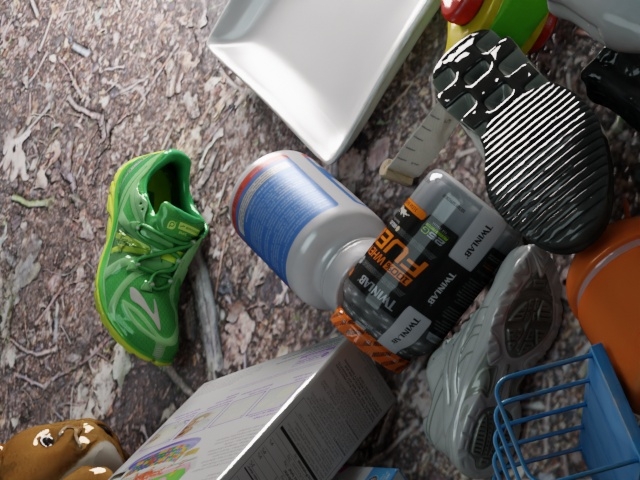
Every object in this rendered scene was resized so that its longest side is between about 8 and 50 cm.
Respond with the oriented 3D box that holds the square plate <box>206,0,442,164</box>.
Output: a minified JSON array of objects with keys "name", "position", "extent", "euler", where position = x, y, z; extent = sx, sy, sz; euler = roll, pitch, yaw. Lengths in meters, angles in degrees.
[{"name":"square plate","position":[0.032,-0.302,1.898],"extent":[0.344,0.049,0.347],"euler":[-58,41,13]}]

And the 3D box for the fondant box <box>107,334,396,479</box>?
[{"name":"fondant box","position":[-0.102,0.239,1.625],"extent":[0.238,0.096,0.330],"euler":[-22,14,40]}]

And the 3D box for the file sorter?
[{"name":"file sorter","position":[0.209,0.193,1.375],"extent":[0.104,0.170,0.118],"euler":[-14,53,-5]}]

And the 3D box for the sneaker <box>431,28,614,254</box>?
[{"name":"sneaker","position":[0.218,-0.074,1.506],"extent":[0.122,0.146,0.330],"euler":[-36,33,12]}]

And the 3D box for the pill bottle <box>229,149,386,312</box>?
[{"name":"pill bottle","position":[0.000,0.000,1.744],"extent":[0.124,0.124,0.221],"euler":[-59,40,11]}]

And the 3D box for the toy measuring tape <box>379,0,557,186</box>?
[{"name":"toy measuring tape","position":[0.156,-0.201,1.685],"extent":[0.330,0.121,0.121],"euler":[-55,40,37]}]

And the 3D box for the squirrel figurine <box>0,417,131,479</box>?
[{"name":"squirrel figurine","position":[-0.339,0.398,1.848],"extent":[0.397,0.281,0.370],"euler":[-48,38,20]}]

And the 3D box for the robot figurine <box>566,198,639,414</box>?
[{"name":"robot figurine","position":[0.295,0.065,1.387],"extent":[0.128,0.158,0.219],"euler":[-29,48,2]}]

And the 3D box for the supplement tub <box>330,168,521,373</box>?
[{"name":"supplement tub","position":[0.102,0.033,1.603],"extent":[0.190,0.117,0.117],"euler":[-53,42,5]}]

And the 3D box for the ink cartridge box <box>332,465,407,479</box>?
[{"name":"ink cartridge box","position":[0.008,0.287,1.628],"extent":[0.181,0.061,0.104],"euler":[-6,39,49]}]

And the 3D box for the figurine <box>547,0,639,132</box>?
[{"name":"figurine","position":[0.306,-0.152,1.410],"extent":[0.092,0.215,0.209],"euler":[-38,48,-1]}]

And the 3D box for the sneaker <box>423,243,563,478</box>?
[{"name":"sneaker","position":[0.153,0.107,1.559],"extent":[0.115,0.090,0.232],"euler":[21,89,53]}]

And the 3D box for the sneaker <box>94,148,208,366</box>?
[{"name":"sneaker","position":[-0.208,0.012,1.981],"extent":[0.123,0.109,0.295],"euler":[-31,53,41]}]
